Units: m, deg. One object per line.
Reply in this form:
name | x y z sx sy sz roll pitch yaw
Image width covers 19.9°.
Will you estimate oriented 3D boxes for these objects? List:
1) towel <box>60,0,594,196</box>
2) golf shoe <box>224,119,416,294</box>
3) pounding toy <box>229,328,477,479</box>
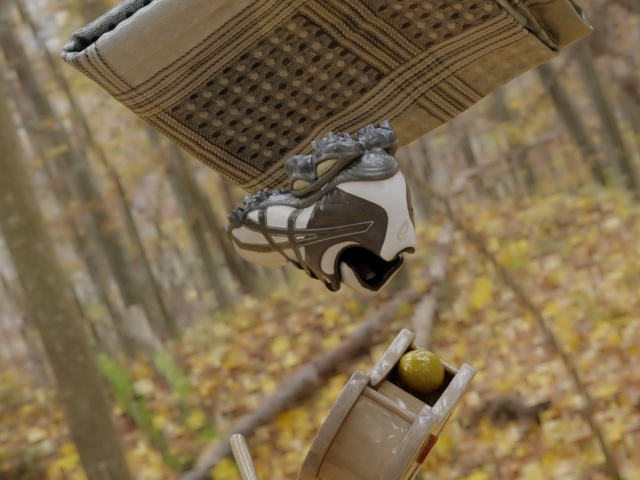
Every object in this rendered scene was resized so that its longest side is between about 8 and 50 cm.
towel | 0.020 -0.153 1.409 0.324 0.312 0.056 -32 51 18
golf shoe | 0.000 0.000 1.151 0.077 0.094 0.198 -21 -8 -24
pounding toy | 0.018 0.150 1.536 0.155 0.154 0.269 31 35 9
